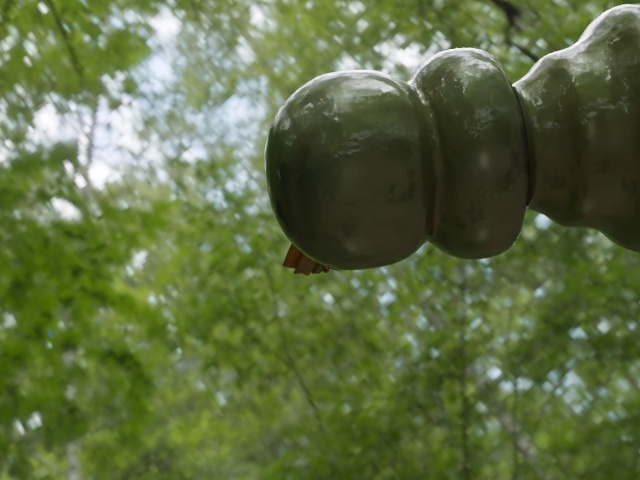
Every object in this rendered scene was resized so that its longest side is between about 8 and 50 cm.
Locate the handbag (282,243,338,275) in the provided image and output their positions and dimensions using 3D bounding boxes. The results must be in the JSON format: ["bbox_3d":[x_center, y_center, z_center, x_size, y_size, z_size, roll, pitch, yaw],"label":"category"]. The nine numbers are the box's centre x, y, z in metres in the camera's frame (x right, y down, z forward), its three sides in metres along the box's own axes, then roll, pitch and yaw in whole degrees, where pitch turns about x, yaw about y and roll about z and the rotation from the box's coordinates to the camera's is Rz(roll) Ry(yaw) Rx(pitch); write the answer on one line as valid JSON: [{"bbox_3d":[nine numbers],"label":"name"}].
[{"bbox_3d":[0.000,0.000,1.216,0.083,0.027,0.061,-8,-53,-63],"label":"handbag"}]

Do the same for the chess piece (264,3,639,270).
[{"bbox_3d":[0.125,-0.062,0.917,0.330,0.182,0.182,-9,-51,-11],"label":"chess piece"}]
